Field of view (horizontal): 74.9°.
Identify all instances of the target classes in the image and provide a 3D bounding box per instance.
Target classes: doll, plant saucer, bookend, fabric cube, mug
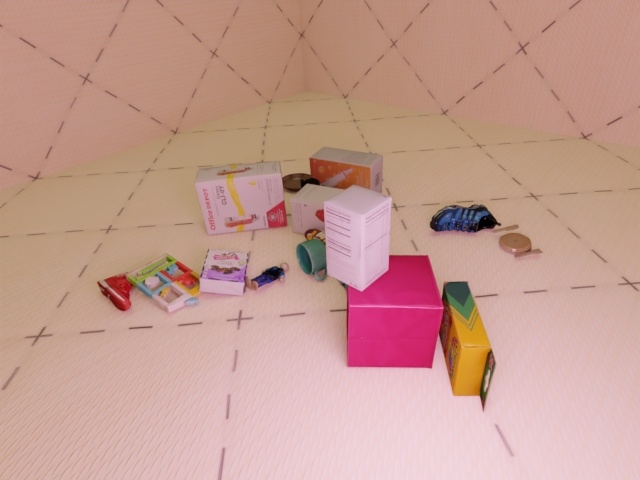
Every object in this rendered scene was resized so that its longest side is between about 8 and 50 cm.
[{"bbox_3d":[-0.193,0.137,1.628,0.129,0.046,0.188,14,29,39],"label":"doll"},{"bbox_3d":[-0.128,-0.321,2.334,0.198,0.036,0.199,-3,33,2],"label":"plant saucer"},{"bbox_3d":[-0.014,-0.248,2.102,0.157,0.157,0.072,-25,38,-31],"label":"bookend"},{"bbox_3d":[0.209,0.214,1.286,0.257,0.259,0.254,0,32,2],"label":"fabric cube"},{"bbox_3d":[-0.021,0.073,1.657,0.097,0.158,0.129,-19,12,-27],"label":"mug"}]

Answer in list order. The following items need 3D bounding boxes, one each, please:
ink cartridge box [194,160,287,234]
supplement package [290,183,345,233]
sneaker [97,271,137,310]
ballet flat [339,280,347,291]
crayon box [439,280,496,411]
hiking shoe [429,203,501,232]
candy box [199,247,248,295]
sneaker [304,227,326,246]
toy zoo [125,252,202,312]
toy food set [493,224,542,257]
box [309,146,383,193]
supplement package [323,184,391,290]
[{"bbox_3d":[-0.361,-0.196,1.945,0.383,0.280,0.161,-7,34,-4],"label":"ink cartridge box"},{"bbox_3d":[0.035,-0.125,1.890,0.292,0.178,0.175,11,35,23],"label":"supplement package"},{"bbox_3d":[-0.743,0.177,1.583,0.221,0.087,0.128,26,44,35],"label":"sneaker"},{"bbox_3d":[0.115,0.153,1.575,0.067,0.073,0.206,13,28,-27],"label":"ballet flat"},{"bbox_3d":[0.408,0.292,1.195,0.081,0.203,0.319,-1,32,5],"label":"crayon box"},{"bbox_3d":[0.633,-0.090,1.839,0.303,0.113,0.132,-12,33,-13],"label":"hiking shoe"},{"bbox_3d":[-0.371,0.119,1.622,0.164,0.070,0.196,6,33,-9],"label":"candy box"},{"bbox_3d":[0.000,0.000,1.800,0.185,0.070,0.084,14,32,26],"label":"sneaker"},{"bbox_3d":[-0.566,0.164,1.590,0.293,0.030,0.192,29,39,22],"label":"toy zoo"},{"bbox_3d":[0.816,0.015,1.743,0.132,0.039,0.192,-13,39,-1],"label":"toy food set"},{"bbox_3d":[0.135,-0.340,2.174,0.344,0.215,0.168,14,37,25],"label":"box"},{"bbox_3d":[0.105,-0.009,1.173,0.133,0.244,0.139,24,41,36],"label":"supplement package"}]
